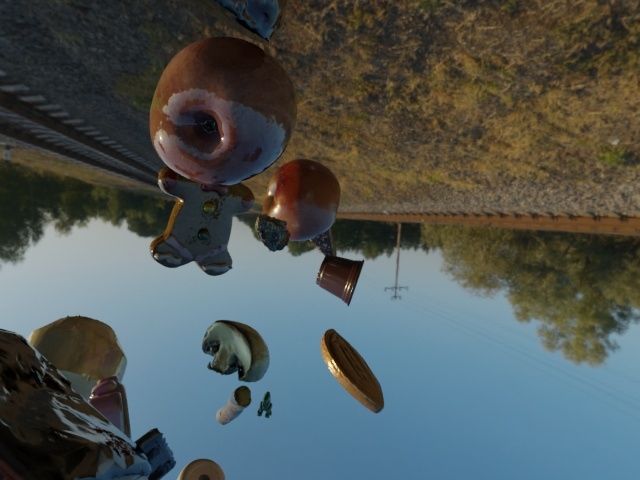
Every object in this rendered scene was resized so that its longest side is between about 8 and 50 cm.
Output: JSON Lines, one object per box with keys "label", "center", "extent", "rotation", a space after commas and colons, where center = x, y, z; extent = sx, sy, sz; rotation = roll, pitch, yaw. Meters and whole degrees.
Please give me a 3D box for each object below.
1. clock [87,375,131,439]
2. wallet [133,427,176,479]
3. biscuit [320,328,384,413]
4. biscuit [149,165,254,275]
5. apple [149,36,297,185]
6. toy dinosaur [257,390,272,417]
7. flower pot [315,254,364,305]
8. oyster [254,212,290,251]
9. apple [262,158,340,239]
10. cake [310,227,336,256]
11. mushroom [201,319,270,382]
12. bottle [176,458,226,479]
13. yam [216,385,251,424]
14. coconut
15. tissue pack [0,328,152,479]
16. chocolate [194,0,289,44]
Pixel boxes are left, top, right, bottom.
{"label": "clock", "center": [-0.531, 0.470, 1.037], "extent": [0.090, 0.227, 0.248], "rotation": [-5, -175, -27]}
{"label": "wallet", "center": [-0.368, 0.414, 0.601], "extent": [0.044, 0.170, 0.321], "rotation": [35, -128, 27]}
{"label": "biscuit", "center": [0.064, 0.268, 0.877], "extent": [0.142, 0.029, 0.220], "rotation": [30, -164, -39]}
{"label": "biscuit", "center": [-0.314, -0.113, 1.146], "extent": [0.283, 0.432, 0.064], "rotation": [15, -173, -39]}
{"label": "apple", "center": [-0.199, -0.258, 0.838], "extent": [0.306, 0.305, 0.235], "rotation": [7, -157, 6]}
{"label": "toy dinosaur", "center": [-0.214, 0.646, 1.632], "extent": [0.059, 0.096, 0.132], "rotation": [13, 177, 1]}
{"label": "flower pot", "center": [0.040, 0.081, 0.917], "extent": [0.089, 0.111, 0.111], "rotation": [19, -176, 7]}
{"label": "oyster", "center": [-0.160, -0.032, 1.382], "extent": [0.056, 0.105, 0.177], "rotation": [27, 156, 45]}
{"label": "apple", "center": [-0.079, -0.168, 1.722], "extent": [0.277, 0.348, 0.348], "rotation": [13, 180, -25]}
{"label": "cake", "center": [-0.003, 0.009, 1.973], "extent": [0.135, 0.246, 0.112], "rotation": [-7, -147, 8]}
{"label": "mushroom", "center": [-0.288, 0.393, 1.488], "extent": [0.267, 0.189, 0.164], "rotation": [5, 172, 37]}
{"label": "bottle", "center": [-0.402, 0.811, 1.283], "extent": [0.148, 0.236, 0.147], "rotation": [23, -152, -13]}
{"label": "yam", "center": [-0.335, 0.638, 1.568], "extent": [0.081, 0.081, 0.356], "rotation": [5, 146, -25]}
{"label": "coconut", "center": [-0.841, 0.446, 1.372], "extent": [0.353, 0.352, 0.352], "rotation": [7, -177, 0]}
{"label": "tissue pack", "center": [-0.370, 0.202, 0.471], "extent": [0.332, 0.123, 0.245], "rotation": [30, 156, 14]}
{"label": "chocolate", "center": [-0.150, -0.528, 0.773], "extent": [0.225, 0.210, 0.340], "rotation": [23, -163, -25]}
